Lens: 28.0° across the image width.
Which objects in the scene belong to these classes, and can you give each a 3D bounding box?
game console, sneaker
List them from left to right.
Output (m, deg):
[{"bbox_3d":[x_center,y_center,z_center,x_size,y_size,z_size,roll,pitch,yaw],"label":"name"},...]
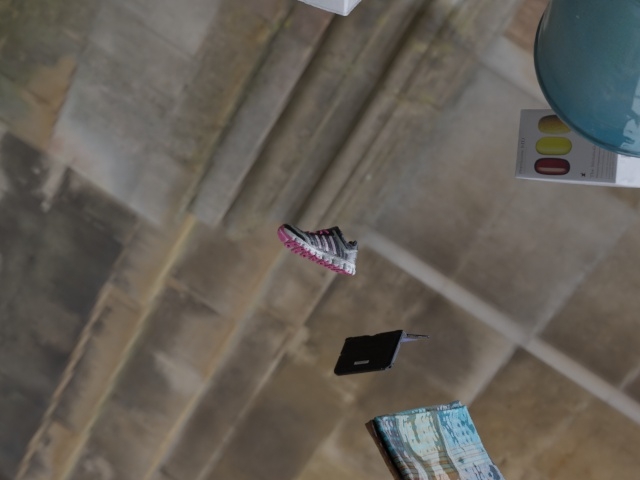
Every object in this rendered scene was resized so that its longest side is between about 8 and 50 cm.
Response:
[{"bbox_3d":[0.000,0.000,2.381,0.063,0.170,0.075,-15,-130,66],"label":"sneaker"},{"bbox_3d":[0.099,0.184,2.063,0.122,0.071,0.107,-13,-138,42],"label":"game console"}]

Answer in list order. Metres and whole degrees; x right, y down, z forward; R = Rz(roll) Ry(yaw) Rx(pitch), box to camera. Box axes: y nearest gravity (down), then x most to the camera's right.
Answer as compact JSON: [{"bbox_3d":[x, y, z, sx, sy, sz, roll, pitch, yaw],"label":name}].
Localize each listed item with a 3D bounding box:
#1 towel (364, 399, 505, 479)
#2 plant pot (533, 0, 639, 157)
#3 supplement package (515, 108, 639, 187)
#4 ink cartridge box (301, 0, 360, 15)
[{"bbox_3d":[0.208,0.368,1.922,0.040,0.271,0.370,-35,163,18],"label":"towel"},{"bbox_3d":[0.383,-0.267,1.424,0.272,0.271,0.255,-56,165,-16],"label":"plant pot"},{"bbox_3d":[0.498,-0.172,2.387,0.244,0.133,0.139,6,-87,51],"label":"supplement package"},{"bbox_3d":[0.033,-0.386,1.432,0.158,0.092,0.218,-51,158,-39],"label":"ink cartridge box"}]
